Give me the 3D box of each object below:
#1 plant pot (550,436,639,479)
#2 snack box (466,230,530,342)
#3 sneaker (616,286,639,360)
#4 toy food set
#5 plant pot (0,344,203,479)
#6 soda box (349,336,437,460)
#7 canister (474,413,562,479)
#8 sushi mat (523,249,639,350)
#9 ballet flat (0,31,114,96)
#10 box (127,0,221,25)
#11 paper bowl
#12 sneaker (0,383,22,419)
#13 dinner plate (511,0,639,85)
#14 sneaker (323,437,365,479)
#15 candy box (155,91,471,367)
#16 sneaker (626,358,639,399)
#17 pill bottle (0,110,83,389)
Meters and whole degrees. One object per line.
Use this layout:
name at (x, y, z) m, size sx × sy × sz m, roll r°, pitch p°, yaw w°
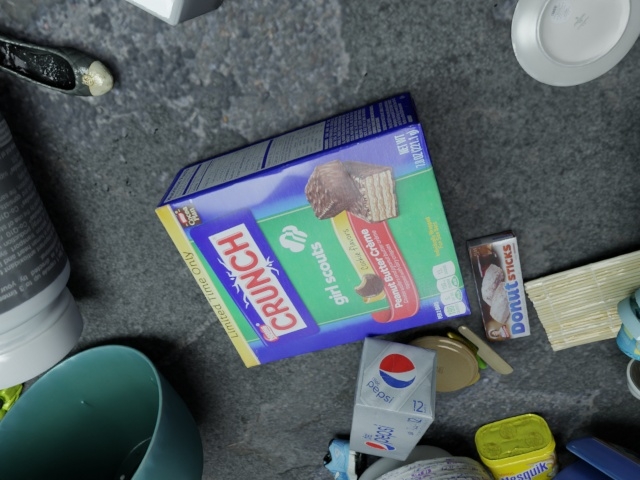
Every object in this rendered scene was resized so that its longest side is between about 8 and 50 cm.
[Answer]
plant pot at (0.495, 0.456, 0.745) m, size 0.236 × 0.236 × 0.212 m, roll 25°, pitch 89°, yaw -31°
snack box at (0.260, 0.071, 0.690) m, size 0.064 × 0.022 × 0.178 m, roll -14°, pitch 118°, yaw 12°
sneaker at (0.417, 0.043, 0.546) m, size 0.208 × 0.127 × 0.319 m, roll -35°, pitch 108°, yaw 32°
toy food set at (0.193, 0.197, 0.766) m, size 0.132 × 0.038 × 0.192 m, roll 43°, pitch 125°, yaw -14°
plant pot at (-0.325, 0.353, 0.757) m, size 0.293 × 0.293 × 0.235 m, roll -13°, pitch 136°, yaw 11°
soda box at (0.097, 0.243, 0.694) m, size 0.098 × 0.091 × 0.286 m, roll 8°, pitch 147°, yaw 8°
canister at (0.363, 0.400, 0.847) m, size 0.126 × 0.073 × 0.170 m, roll -22°, pitch 118°, yaw 15°
sushi mat at (0.457, 0.066, 0.641) m, size 0.316 × 0.019 × 0.151 m, roll -22°, pitch 116°, yaw 29°
ballet flat at (-0.331, -0.202, 0.555) m, size 0.173 × 0.049 × 0.057 m, roll 13°, pitch 121°, yaw -4°
box at (-0.139, -0.390, 0.364) m, size 0.215 × 0.168 × 0.345 m, roll 24°, pitch 118°, yaw -10°
paper bowl at (0.172, 0.480, 0.840) m, size 0.284 × 0.148 × 0.284 m, roll -8°, pitch 124°, yaw -11°
sneaker at (-0.604, 0.203, 0.797) m, size 0.123 × 0.109 × 0.296 m, roll 14°, pitch 125°, yaw 22°
dinner plate at (0.281, -0.238, 0.512) m, size 0.141 × 0.017 × 0.141 m, roll 2°, pitch 119°, yaw 4°
sneaker at (0.043, 0.428, 0.904) m, size 0.073 × 0.063 × 0.162 m, roll 14°, pitch 125°, yaw 22°
candy box at (0.000, 0.000, 0.609) m, size 0.317 × 0.122 × 0.268 m, roll -16°, pitch 119°, yaw 14°
sneaker at (0.582, 0.148, 0.688) m, size 0.290 × 0.106 × 0.123 m, roll -30°, pitch 145°, yaw 13°
pill bottle at (-0.448, -0.001, 0.592) m, size 0.204 × 0.204 × 0.361 m, roll -5°, pitch 120°, yaw 7°
